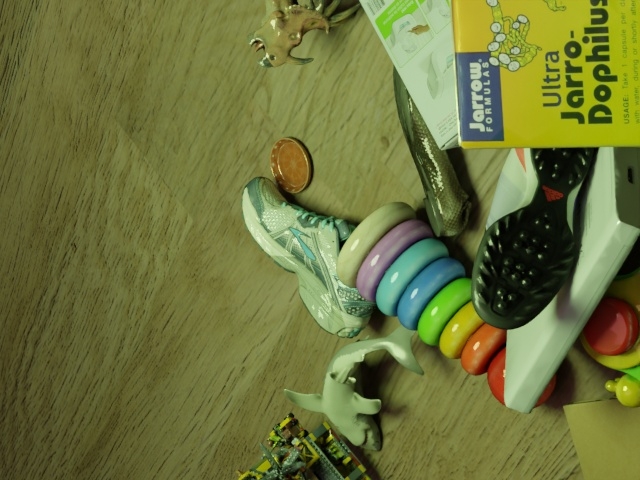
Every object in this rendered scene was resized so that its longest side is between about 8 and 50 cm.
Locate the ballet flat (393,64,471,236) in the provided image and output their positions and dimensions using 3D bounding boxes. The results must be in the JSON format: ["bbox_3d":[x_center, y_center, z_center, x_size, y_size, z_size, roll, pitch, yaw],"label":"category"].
[{"bbox_3d":[0.148,-0.128,2.081,0.084,0.058,0.249,115,139,-82],"label":"ballet flat"}]

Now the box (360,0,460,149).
[{"bbox_3d":[0.204,-0.276,1.906,0.262,0.127,0.231,-40,73,47],"label":"box"}]

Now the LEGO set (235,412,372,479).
[{"bbox_3d":[-0.015,0.438,2.306,0.255,0.192,0.331,-34,90,45],"label":"LEGO set"}]

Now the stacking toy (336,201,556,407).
[{"bbox_3d":[0.180,0.096,2.073,0.330,0.141,0.141,41,130,22],"label":"stacking toy"}]

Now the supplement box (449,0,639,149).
[{"bbox_3d":[0.333,-0.209,1.634,0.357,0.194,0.195,0,106,20],"label":"supplement box"}]

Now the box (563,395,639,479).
[{"bbox_3d":[0.397,0.291,1.971,0.164,0.021,0.201,-16,92,49],"label":"box"}]

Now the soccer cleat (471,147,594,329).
[{"bbox_3d":[0.243,-0.016,1.858,0.109,0.318,0.116,24,149,-5],"label":"soccer cleat"}]

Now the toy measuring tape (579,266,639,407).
[{"bbox_3d":[0.365,0.034,1.857,0.121,0.121,0.330,10,102,46],"label":"toy measuring tape"}]

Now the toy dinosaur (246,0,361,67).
[{"bbox_3d":[0.004,-0.383,2.104,0.296,0.127,0.200,-43,78,33],"label":"toy dinosaur"}]

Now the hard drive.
[{"bbox_3d":[0.300,0.034,1.876,0.040,0.203,0.307,19,128,-6],"label":"hard drive"}]

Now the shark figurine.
[{"bbox_3d":[0.057,0.175,2.255,0.166,0.116,0.278,24,137,1],"label":"shark figurine"}]

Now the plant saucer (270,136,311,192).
[{"bbox_3d":[-0.042,-0.112,2.322,0.083,0.013,0.083,20,118,42],"label":"plant saucer"}]

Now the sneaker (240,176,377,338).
[{"bbox_3d":[0.000,0.000,2.269,0.283,0.110,0.122,51,117,20],"label":"sneaker"}]
